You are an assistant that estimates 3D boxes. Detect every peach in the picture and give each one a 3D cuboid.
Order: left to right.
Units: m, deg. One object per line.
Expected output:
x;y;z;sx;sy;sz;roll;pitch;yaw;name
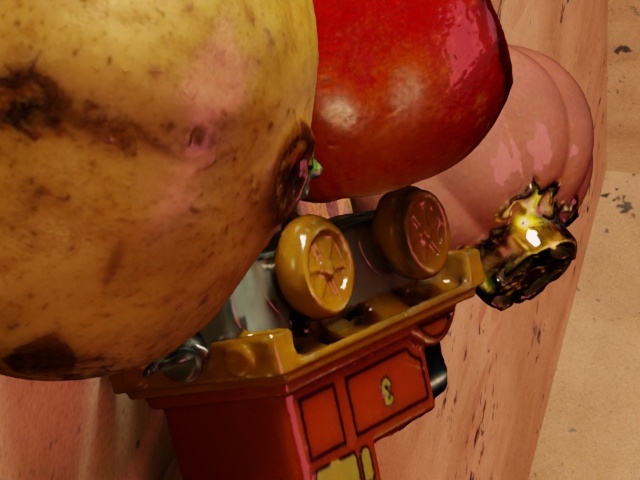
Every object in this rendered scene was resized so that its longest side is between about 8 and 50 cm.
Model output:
0.009;-0.170;1.366;0.245;0.249;0.274;-41;126;-40;peach

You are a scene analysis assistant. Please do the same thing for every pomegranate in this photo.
-0.127;-0.073;0.892;0.281;0.281;0.281;9;90;-75;pomegranate

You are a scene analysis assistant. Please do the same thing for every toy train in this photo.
-0.012;0.090;1.423;0.369;0.163;0.231;-20;101;-56;toy train

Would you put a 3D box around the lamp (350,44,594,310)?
0.140;-0.048;1.795;0.305;0.239;0.305;-28;154;-15;lamp

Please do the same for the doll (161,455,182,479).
-0.033;0.187;1.564;0.278;0.119;0.154;-51;126;-48;doll

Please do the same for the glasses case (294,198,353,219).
0.000;0.000;1.679;0.065;0.041;0.170;-16;94;-37;glasses case

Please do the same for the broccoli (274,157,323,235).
-0.130;-0.105;1.171;0.198;0.177;0.274;-27;99;-31;broccoli
